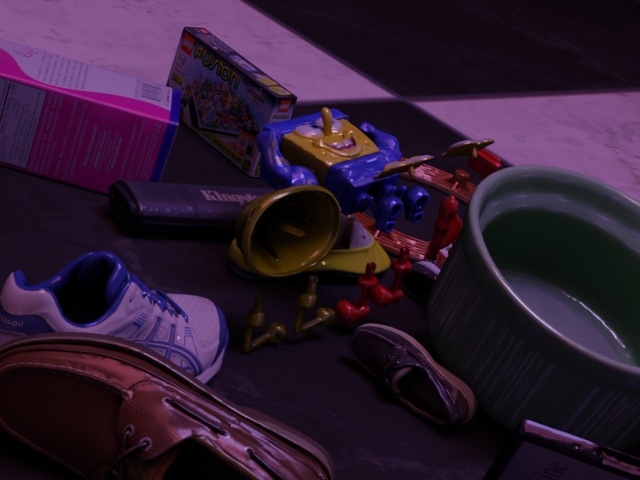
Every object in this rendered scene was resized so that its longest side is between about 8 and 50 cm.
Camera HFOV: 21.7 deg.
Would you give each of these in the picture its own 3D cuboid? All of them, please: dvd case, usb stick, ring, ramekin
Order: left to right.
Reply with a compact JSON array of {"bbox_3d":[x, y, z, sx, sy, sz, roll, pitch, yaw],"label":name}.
[{"bbox_3d":[-0.109,-0.034,1.883,0.278,0.045,0.077,3,27,-36],"label":"usb stick"},{"bbox_3d":[0.130,-0.047,2.129,0.336,0.032,0.336,18,22,-7],"label":"ring"},{"bbox_3d":[0.258,0.077,1.722,0.303,0.148,0.303,18,37,-15],"label":"ramekin"},{"bbox_3d":[0.261,0.240,1.417,0.253,0.180,0.022,20,55,0],"label":"dvd case"}]

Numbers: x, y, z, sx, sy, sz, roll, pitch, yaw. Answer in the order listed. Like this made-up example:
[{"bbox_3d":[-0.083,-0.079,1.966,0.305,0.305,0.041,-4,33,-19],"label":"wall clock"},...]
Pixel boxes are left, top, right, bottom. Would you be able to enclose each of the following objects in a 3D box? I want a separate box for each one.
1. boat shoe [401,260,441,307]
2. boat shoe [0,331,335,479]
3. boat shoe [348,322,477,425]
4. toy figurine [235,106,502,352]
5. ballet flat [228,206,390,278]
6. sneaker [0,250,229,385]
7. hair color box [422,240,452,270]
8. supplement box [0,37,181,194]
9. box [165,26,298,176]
[{"bbox_3d":[0.137,0.066,1.863,0.040,0.049,0.142,-5,26,-34],"label":"boat shoe"},{"bbox_3d":[-0.131,0.163,1.333,0.307,0.111,0.104,18,21,-3],"label":"boat shoe"},{"bbox_3d":[0.086,0.132,1.653,0.152,0.056,0.049,31,20,25],"label":"boat shoe"},{"bbox_3d":[-0.008,-0.047,1.766,0.362,0.191,0.217,-19,43,-38],"label":"toy figurine"},{"bbox_3d":[0.000,0.000,1.854,0.231,0.077,0.077,-1,29,-41],"label":"ballet flat"},{"bbox_3d":[-0.174,0.073,1.482,0.112,0.131,0.296,30,23,28],"label":"sneaker"},{"bbox_3d":[0.195,0.063,1.903,0.093,0.053,0.167,3,29,-32],"label":"hair color box"},{"bbox_3d":[-0.279,-0.135,1.888,0.220,0.114,0.111,17,24,-10],"label":"supplement box"},{"bbox_3d":[-0.119,-0.177,2.111,0.036,0.114,0.207,-3,31,-43],"label":"box"}]
